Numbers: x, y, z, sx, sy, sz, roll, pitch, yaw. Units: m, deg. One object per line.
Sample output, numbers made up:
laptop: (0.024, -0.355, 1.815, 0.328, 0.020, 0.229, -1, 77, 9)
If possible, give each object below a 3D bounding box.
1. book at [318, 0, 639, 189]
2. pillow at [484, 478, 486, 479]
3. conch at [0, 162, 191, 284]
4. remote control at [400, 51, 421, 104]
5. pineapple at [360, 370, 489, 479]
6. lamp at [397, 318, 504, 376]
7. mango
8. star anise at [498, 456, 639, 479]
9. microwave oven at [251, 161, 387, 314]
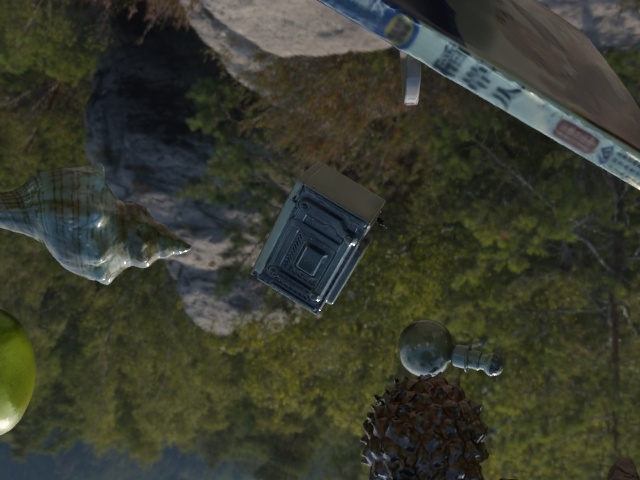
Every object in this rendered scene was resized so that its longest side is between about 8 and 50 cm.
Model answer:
book: (0.137, -0.220, 0.618, 0.427, 0.300, 0.039, 24, 129, -20)
pillow: (0.327, 0.573, 1.262, 0.078, 0.144, 0.254, -11, 123, 21)
conch: (-0.391, -0.049, 1.022, 0.386, 0.170, 0.203, 28, 177, -11)
remote control: (0.122, -0.279, 0.904, 0.022, 0.245, 0.077, 1, 139, 4)
pineapple: (0.125, 0.257, 0.802, 0.166, 0.193, 0.166, 6, 110, 16)
lamp: (0.203, 0.178, 1.013, 0.163, 0.091, 0.091, 12, 156, 29)
mango: (-0.387, 0.156, 0.771, 0.089, 0.163, 0.117, 19, -167, 11)
star anise: (0.346, 0.371, 0.715, 0.292, 0.350, 0.109, -9, 120, 19)
microwave oven: (0.000, 0.000, 1.306, 0.194, 0.145, 0.241, 33, 119, 7)
